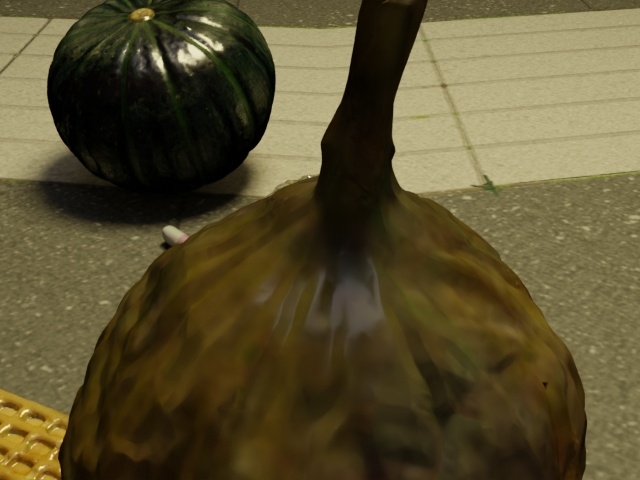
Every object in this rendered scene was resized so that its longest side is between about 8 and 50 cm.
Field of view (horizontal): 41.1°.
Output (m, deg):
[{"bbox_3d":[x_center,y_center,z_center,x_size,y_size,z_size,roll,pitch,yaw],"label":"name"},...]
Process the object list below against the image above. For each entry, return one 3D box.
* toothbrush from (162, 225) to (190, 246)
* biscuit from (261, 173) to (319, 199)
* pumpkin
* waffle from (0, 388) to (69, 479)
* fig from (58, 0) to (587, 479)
[{"bbox_3d":[-0.054,0.043,0.752,0.025,0.020,0.286,-33,42,-33],"label":"toothbrush"},{"bbox_3d":[-0.004,-0.001,0.816,0.133,0.032,0.250,-12,33,-17],"label":"biscuit"},{"bbox_3d":[-0.171,-0.160,0.934,0.250,0.216,0.250,-1,64,3],"label":"pumpkin"},{"bbox_3d":[-0.216,0.142,0.579,0.135,0.021,0.092,12,32,21],"label":"waffle"},{"bbox_3d":[0.020,0.038,0.429,0.286,0.368,0.286,9,29,-5],"label":"fig"}]
